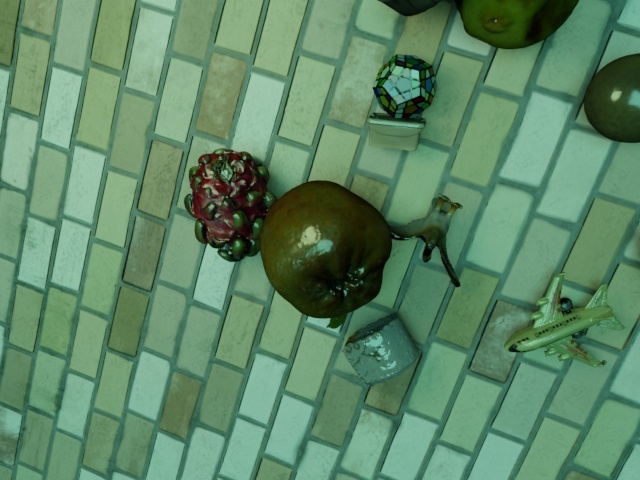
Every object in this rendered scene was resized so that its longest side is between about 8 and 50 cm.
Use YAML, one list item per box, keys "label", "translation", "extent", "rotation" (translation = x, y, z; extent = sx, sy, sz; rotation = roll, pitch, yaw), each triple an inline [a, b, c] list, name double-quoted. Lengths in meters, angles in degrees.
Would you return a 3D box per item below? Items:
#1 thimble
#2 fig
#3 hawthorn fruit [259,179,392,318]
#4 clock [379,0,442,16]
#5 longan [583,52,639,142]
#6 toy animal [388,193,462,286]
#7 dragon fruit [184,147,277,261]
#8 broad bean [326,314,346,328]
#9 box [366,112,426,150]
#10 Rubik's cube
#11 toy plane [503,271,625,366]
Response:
- label: "thimble"
  translation: [0.139, 0.253, 1.192]
  extent: [0.151, 0.127, 0.117]
  rotation: [-30, 93, 22]
- label: "fig"
  translation: [0.370, -0.497, 0.949]
  extent: [0.240, 0.239, 0.271]
  rotation: [34, 75, 4]
- label: "hawthorn fruit"
  translation: [0.000, 0.000, 1.089]
  extent: [0.267, 0.268, 0.300]
  rotation: [-51, 45, 16]
- label: "clock"
  translation: [0.219, -0.557, 0.920]
  extent: [0.067, 0.325, 0.325]
  rotation: [26, 108, -27]
- label: "longan"
  translation: [0.595, -0.266, 0.970]
  extent: [0.188, 0.167, 0.167]
  rotation: [-11, 99, 16]
- label: "toy animal"
  translation: [0.225, -0.022, 1.085]
  extent: [0.273, 0.197, 0.160]
  rotation: [29, 96, 0]
- label: "dragon fruit"
  translation: [-0.200, -0.070, 1.164]
  extent: [0.219, 0.198, 0.272]
  rotation: [-9, 101, 5]
- label: "broad bean"
  translation: [0.069, 0.075, 1.215]
  extent: [0.060, 0.043, 0.297]
  rotation: [20, 104, -3]
- label: "box"
  translation: [0.161, -0.233, 1.111]
  extent: [0.122, 0.089, 0.062]
  rotation: [8, 114, 11]
- label: "Rubik's cube"
  translation: [0.175, -0.318, 1.074]
  extent: [0.112, 0.133, 0.132]
  rotation: [7, 104, 37]
- label: "toy plane"
  translation: [0.514, 0.186, 1.118]
  extent: [0.245, 0.092, 0.228]
  rotation: [-23, 98, 16]
